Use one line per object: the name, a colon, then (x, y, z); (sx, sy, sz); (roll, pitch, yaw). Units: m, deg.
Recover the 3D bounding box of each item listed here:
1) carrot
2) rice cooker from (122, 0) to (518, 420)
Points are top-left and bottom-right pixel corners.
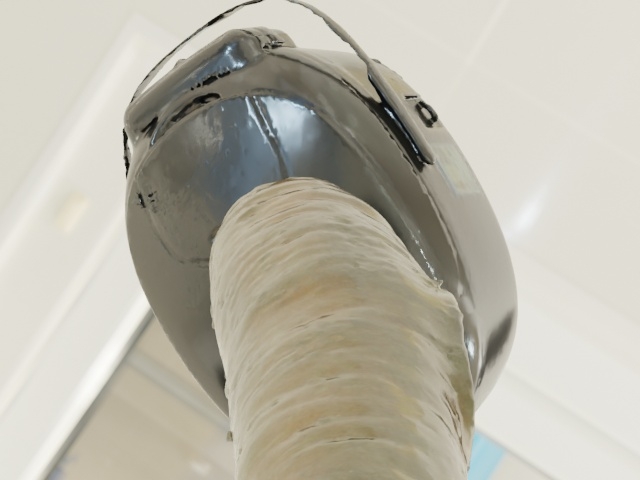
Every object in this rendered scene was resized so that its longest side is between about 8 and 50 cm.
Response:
carrot: (0.009, 0.053, 0.450); (0.070, 0.070, 0.342); (-61, -168, 14)
rice cooker: (-0.001, -0.001, 0.809); (0.142, 0.203, 0.118); (-31, 172, 29)
